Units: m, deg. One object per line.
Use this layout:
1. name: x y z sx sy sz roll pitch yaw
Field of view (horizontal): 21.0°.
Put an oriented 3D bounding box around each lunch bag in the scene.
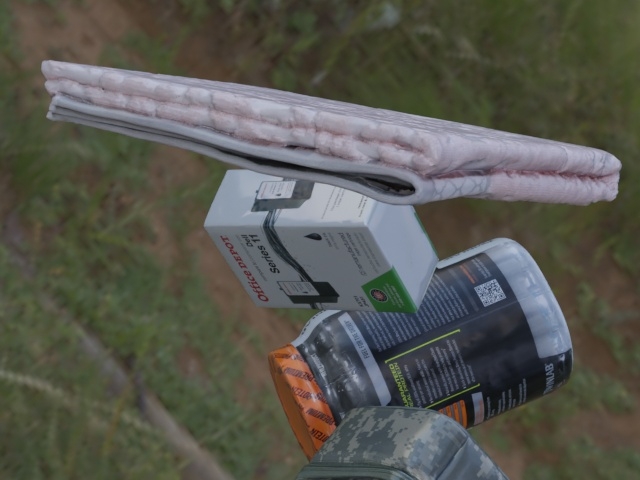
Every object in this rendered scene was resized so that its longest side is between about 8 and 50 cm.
1. lunch bag: 0.082 0.348 1.755 0.305 0.213 0.256 52 57 -24

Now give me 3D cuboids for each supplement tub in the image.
1. supplement tub: 0.120 0.147 2.126 0.207 0.338 0.207 158 -90 -79

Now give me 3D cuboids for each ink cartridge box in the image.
1. ink cartridge box: 0.000 0.000 1.872 0.153 0.208 0.086 58 44 -41

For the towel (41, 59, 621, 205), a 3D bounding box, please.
1. towel: 0.012 -0.074 1.272 0.317 0.332 0.053 -1 103 -59
